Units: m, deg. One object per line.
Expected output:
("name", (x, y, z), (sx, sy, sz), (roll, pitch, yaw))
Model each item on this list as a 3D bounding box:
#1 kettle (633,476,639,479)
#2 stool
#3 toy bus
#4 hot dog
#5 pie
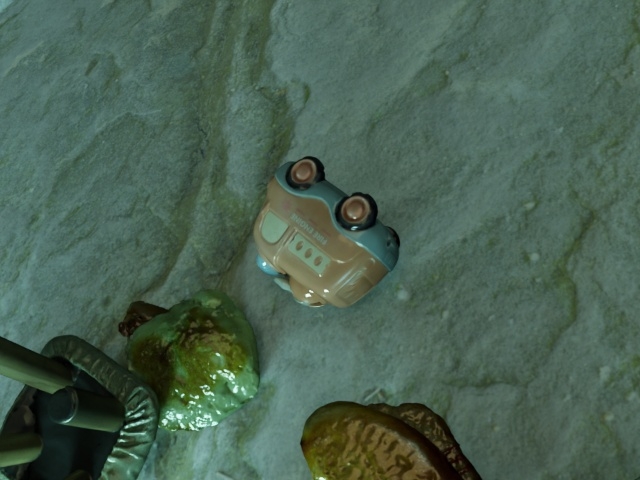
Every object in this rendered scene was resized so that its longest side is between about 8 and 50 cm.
("kettle", (0.455, 0.454, 0.746), (0.205, 0.265, 0.318), (-53, 54, 36))
("stool", (-0.484, 0.338, 1.057), (0.310, 0.226, 0.310), (22, 87, 25))
("toy bus", (0.000, 0.000, 1.163), (0.288, 0.194, 0.232), (37, 90, 28))
("hot dog", (0.138, 0.396, 0.862), (0.223, 0.185, 0.405), (-24, 60, 3))
("pie", (-0.249, 0.226, 1.162), (0.274, 0.105, 0.257), (-10, 75, 13))
